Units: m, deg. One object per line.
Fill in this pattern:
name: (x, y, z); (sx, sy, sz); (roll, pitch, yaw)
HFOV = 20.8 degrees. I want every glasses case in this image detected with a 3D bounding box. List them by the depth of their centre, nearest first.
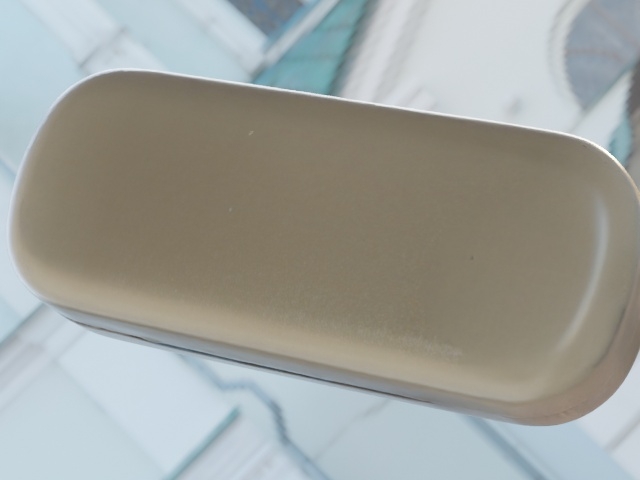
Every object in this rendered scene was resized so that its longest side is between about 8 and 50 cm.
glasses case: (0.000, 0.000, 0.515); (0.050, 0.196, 0.083); (38, -114, -65)
